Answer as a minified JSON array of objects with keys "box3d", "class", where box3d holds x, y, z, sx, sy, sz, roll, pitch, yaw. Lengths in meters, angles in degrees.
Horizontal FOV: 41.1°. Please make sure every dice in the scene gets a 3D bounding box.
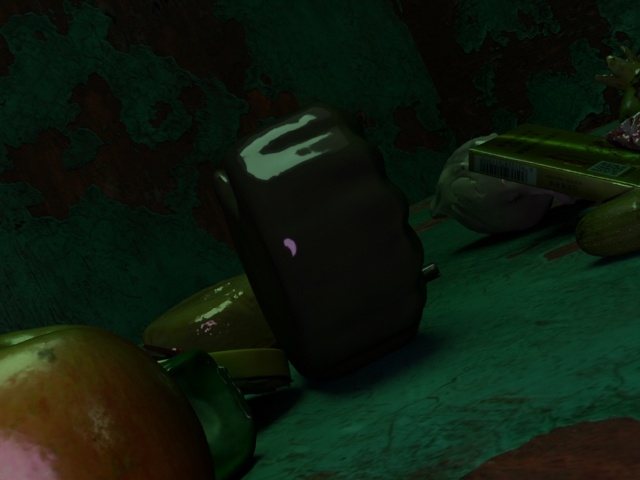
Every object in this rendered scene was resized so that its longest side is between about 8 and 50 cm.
[{"box3d":[-0.151,0.192,0.850,0.120,0.128,0.131,-25,4,36],"class":"dice"}]

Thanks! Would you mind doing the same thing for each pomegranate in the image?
[{"box3d":[0.593,-0.241,1.452,0.211,0.263,0.211,-22,-40,-20],"class":"pomegranate"}]

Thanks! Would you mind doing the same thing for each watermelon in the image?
[{"box3d":[0.516,-0.164,1.298,0.094,0.081,0.180,-44,33,-20],"class":"watermelon"}]

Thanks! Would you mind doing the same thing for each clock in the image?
[{"box3d":[-0.182,0.170,1.069,0.293,0.071,0.277,-2,-16,-29],"class":"clock"}]

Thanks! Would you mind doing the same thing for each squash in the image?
[{"box3d":[0.395,-0.032,0.965,0.069,0.069,0.239,-27,4,-43],"class":"squash"}]

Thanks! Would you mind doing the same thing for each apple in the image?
[{"box3d":[-0.206,0.175,0.652,0.246,0.226,0.246,-22,3,1],"class":"apple"}]

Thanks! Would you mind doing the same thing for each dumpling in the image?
[{"box3d":[0.355,-0.118,1.598,0.243,0.187,0.318,-24,9,-33],"class":"dumpling"}]

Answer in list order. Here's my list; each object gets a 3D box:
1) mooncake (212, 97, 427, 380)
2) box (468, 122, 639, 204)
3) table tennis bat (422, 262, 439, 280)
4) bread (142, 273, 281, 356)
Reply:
[{"box3d":[0.000,0.000,1.077,0.187,0.351,0.351,-22,2,-15],"class":"mooncake"},{"box3d":[0.405,-0.119,1.327,0.311,0.043,0.173,18,33,41],"class":"box"},{"box3d":[0.071,0.116,1.478,0.301,0.022,0.173,-27,4,-7],"class":"table tennis bat"},{"box3d":[-0.170,0.159,1.450,0.270,0.148,0.270,-26,7,3],"class":"bread"}]
